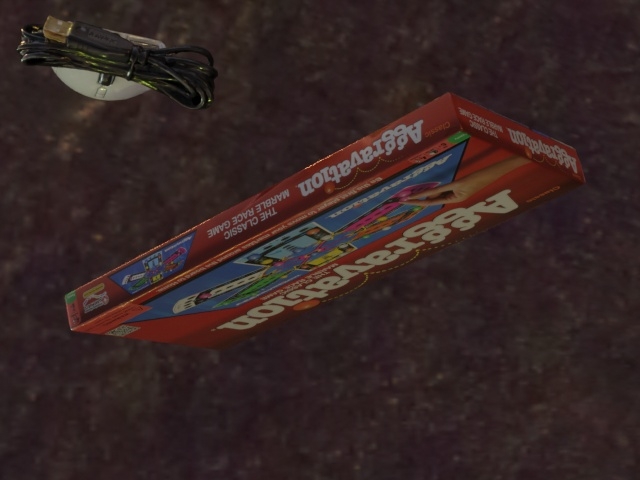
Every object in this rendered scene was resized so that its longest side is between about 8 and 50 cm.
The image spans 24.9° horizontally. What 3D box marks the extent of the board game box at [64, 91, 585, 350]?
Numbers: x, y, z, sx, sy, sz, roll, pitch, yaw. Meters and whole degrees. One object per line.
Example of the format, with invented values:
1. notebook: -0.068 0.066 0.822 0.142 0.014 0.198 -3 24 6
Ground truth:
1. board game box: 0.000 0.000 0.850 0.281 0.145 0.027 -26 68 30

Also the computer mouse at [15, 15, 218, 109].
1. computer mouse: -0.121 -0.101 0.841 0.193 0.106 0.042 -143 63 -77
